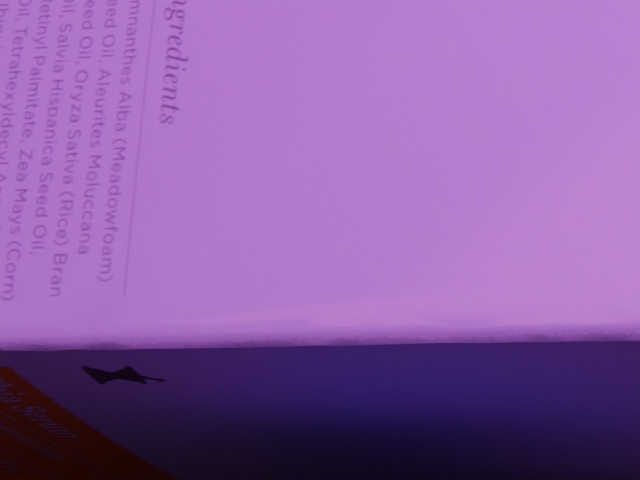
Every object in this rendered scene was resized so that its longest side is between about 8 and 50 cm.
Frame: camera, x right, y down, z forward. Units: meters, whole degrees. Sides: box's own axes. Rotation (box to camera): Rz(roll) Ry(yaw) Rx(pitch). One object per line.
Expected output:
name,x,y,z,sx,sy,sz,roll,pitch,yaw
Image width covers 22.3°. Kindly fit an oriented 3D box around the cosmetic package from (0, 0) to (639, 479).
cosmetic package,0.000,0.000,0.649,0.453,0.230,0.161,-3,69,15
